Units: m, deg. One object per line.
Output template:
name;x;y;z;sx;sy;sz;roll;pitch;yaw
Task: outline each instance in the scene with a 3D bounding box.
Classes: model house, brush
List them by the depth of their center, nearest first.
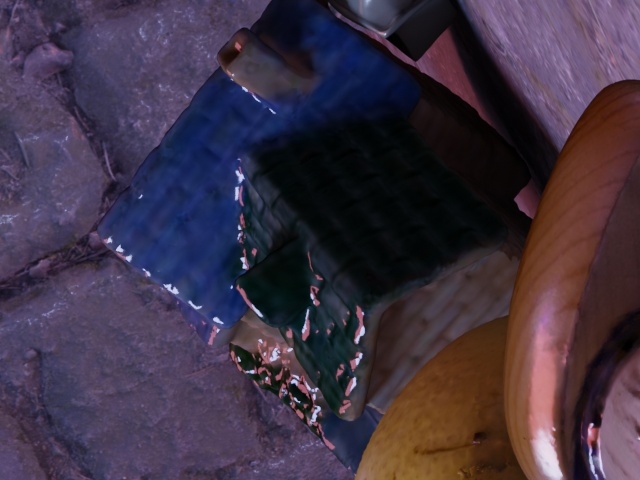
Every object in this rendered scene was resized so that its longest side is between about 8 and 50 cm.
brush;0.196;0.054;0.878;0.166;0.174;0.267;-147;44;-63
model house;0.000;0.000;1.720;0.400;0.395;0.445;33;-167;-48

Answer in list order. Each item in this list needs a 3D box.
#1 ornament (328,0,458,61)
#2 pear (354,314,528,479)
ornament;0.048;-0.283;1.641;0.130;0.120;0.285;35;163;45
pear;0.180;0.214;1.137;0.348;0.348;0.348;62;-179;-2
